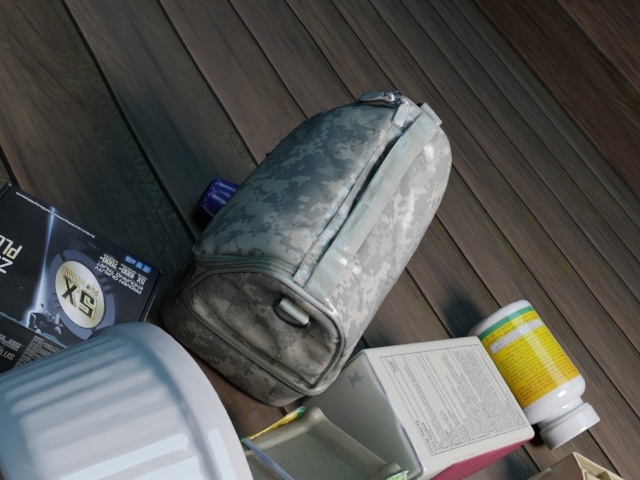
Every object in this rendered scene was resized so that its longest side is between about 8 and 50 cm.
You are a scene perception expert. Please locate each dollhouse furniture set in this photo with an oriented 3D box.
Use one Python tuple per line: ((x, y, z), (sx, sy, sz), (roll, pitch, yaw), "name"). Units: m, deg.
((-0.004, 0.289, 0.610), (0.198, 0.151, 0.302), (-15, 20, -29), "dollhouse furniture set")

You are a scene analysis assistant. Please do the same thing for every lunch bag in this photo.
((0.000, 0.000, 0.803), (0.213, 0.256, 0.305), (41, 55, -9), "lunch bag")

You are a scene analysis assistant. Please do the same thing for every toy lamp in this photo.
((-0.040, 0.011, 0.983), (0.275, 0.080, 0.080), (34, 34, -17), "toy lamp")

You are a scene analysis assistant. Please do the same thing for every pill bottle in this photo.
((0.325, 0.205, 1.116), (0.118, 0.117, 0.208), (-5, 57, -49), "pill bottle")

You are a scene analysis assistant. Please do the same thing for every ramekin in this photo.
((-0.157, 0.199, 0.496), (0.127, 0.273, 0.272), (-10, 60, -38), "ramekin")

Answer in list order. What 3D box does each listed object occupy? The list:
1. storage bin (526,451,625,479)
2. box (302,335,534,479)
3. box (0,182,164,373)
((0.389, 0.442, 0.918), (0.262, 0.123, 0.260), (31, 35, -17), "storage bin")
((0.120, 0.215, 0.880), (0.232, 0.127, 0.148), (2, 51, -45), "box")
((-0.262, 0.053, 0.700), (0.180, 0.077, 0.147), (33, 35, -16), "box")
